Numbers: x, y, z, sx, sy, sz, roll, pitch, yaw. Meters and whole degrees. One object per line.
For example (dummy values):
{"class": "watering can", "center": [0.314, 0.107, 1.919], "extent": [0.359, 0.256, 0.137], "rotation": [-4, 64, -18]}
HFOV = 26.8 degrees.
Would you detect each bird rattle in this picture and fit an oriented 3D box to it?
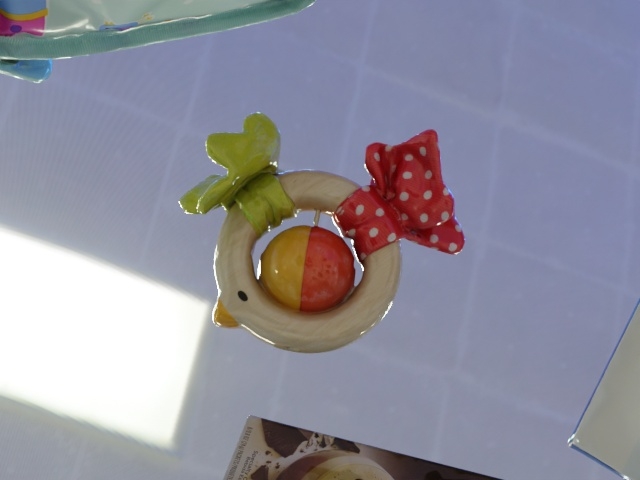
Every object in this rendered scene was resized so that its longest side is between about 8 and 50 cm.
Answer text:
{"class": "bird rattle", "center": [0.000, 0.000, 1.187], "extent": [0.254, 0.143, 0.206], "rotation": [12, -105, -10]}

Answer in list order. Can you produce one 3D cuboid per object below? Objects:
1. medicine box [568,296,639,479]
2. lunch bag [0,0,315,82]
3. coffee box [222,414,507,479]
{"class": "medicine box", "center": [0.392, 0.109, 1.224], "extent": [0.149, 0.289, 0.263], "rotation": [29, -82, 33]}
{"class": "lunch bag", "center": [-0.130, -0.202, 0.624], "extent": [0.262, 0.160, 0.223], "rotation": [-23, -108, -34]}
{"class": "coffee box", "center": [0.042, 0.310, 1.407], "extent": [0.297, 0.119, 0.168], "rotation": [11, -121, 17]}
